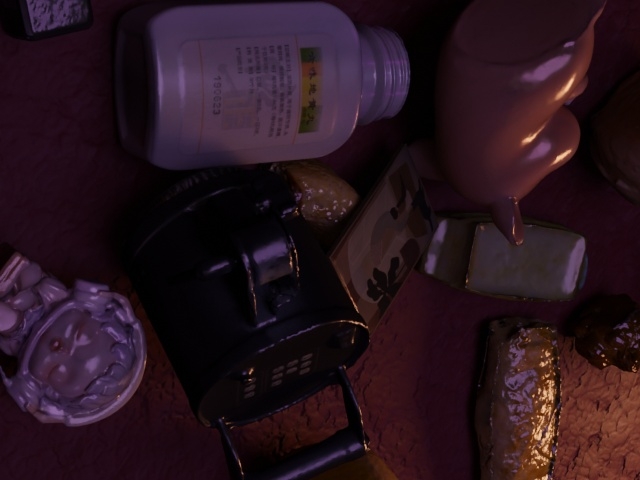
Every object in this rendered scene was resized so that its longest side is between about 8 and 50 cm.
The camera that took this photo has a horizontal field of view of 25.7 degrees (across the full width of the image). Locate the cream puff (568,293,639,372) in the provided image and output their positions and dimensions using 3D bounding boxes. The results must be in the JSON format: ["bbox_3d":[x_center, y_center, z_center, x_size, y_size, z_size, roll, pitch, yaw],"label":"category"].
[{"bbox_3d":[0.407,0.133,1.925,0.116,0.122,0.094,-59,134,-45],"label":"cream puff"}]

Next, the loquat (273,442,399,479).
[{"bbox_3d":[0.015,0.346,1.680,0.213,0.213,0.213,-7,105,-30],"label":"loquat"}]

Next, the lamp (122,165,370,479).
[{"bbox_3d":[-0.085,0.062,1.517,0.205,0.272,0.374,-22,136,-15],"label":"lamp"}]

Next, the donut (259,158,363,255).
[{"bbox_3d":[-0.001,-0.002,1.657,0.141,0.085,0.217,-15,107,-28],"label":"donut"}]

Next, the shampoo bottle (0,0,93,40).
[{"bbox_3d":[-0.295,-0.328,1.406,0.079,0.080,0.246,-19,110,-29],"label":"shampoo bottle"}]

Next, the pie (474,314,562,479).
[{"bbox_3d":[0.267,0.241,1.888,0.129,0.068,0.282,-8,109,-29],"label":"pie"}]

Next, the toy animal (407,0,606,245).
[{"bbox_3d":[0.221,-0.170,1.657,0.213,0.195,0.256,-34,140,-26],"label":"toy animal"}]

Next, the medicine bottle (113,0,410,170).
[{"bbox_3d":[-0.061,-0.179,1.560,0.324,0.124,0.179,-8,106,-28],"label":"medicine bottle"}]

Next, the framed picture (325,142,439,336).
[{"bbox_3d":[0.077,0.000,1.663,0.201,0.010,0.136,-56,137,-35],"label":"framed picture"}]

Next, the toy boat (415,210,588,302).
[{"bbox_3d":[0.259,0.024,1.823,0.276,0.084,0.111,9,94,-32],"label":"toy boat"}]

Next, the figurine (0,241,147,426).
[{"bbox_3d":[-0.277,0.105,1.478,0.162,0.141,0.237,-49,121,-8],"label":"figurine"}]

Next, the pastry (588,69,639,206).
[{"bbox_3d":[0.483,-0.151,1.830,0.265,0.265,0.133,-48,118,-14],"label":"pastry"}]
